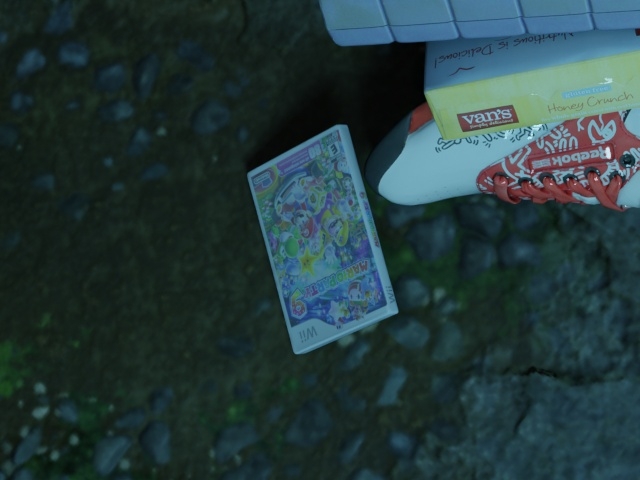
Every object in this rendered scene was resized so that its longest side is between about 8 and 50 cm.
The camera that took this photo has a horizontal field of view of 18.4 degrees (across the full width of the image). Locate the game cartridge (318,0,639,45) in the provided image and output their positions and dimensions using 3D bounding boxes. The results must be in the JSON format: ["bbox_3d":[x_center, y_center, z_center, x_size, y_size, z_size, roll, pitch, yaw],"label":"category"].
[{"bbox_3d":[0.130,-0.262,1.137,0.230,0.068,0.355,-4,54,22],"label":"game cartridge"}]

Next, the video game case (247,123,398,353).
[{"bbox_3d":[0.000,0.000,1.219,0.087,0.011,0.122,-26,74,41],"label":"video game case"}]

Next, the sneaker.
[{"bbox_3d":[0.167,-0.046,1.153,0.270,0.090,0.145,-26,73,10],"label":"sneaker"}]

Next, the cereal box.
[{"bbox_3d":[0.149,-0.167,1.134,0.173,0.047,0.240,-9,47,16],"label":"cereal box"}]
